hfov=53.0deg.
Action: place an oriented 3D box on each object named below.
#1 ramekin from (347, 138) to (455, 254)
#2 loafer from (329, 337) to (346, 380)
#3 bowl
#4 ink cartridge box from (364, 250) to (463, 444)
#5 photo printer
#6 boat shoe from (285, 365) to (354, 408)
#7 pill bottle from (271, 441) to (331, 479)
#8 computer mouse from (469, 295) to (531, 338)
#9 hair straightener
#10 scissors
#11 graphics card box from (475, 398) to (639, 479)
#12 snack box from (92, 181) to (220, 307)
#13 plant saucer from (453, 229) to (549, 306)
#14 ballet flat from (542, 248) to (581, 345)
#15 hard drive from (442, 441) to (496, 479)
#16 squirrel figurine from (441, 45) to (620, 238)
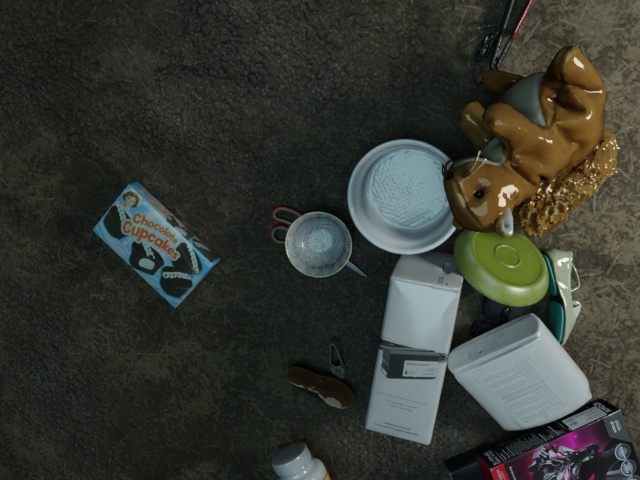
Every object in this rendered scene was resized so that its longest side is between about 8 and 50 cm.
[{"bbox_3d":[0.213,-0.115,1.566,0.277,0.135,0.277,4,105,13],"label":"ramekin"},{"bbox_3d":[0.042,0.334,1.779,0.045,0.039,0.125,-5,104,15],"label":"loafer"},{"bbox_3d":[-0.002,0.005,1.660,0.170,0.080,0.170,1,99,6],"label":"bowl"},{"bbox_3d":[0.236,0.242,1.579,0.166,0.285,0.394,11,107,11],"label":"ink cartridge box"},{"bbox_3d":[0.505,0.345,1.598,0.256,0.107,0.307,-32,117,25],"label":"photo printer"},{"bbox_3d":[0.000,0.409,1.798,0.207,0.073,0.073,26,74,9],"label":"boat shoe"},{"bbox_3d":[-0.034,0.726,1.847,0.152,0.152,0.272,-21,99,18],"label":"pill bottle"},{"bbox_3d":[0.479,0.142,1.607,0.189,0.072,0.272,5,106,13],"label":"computer mouse"},{"bbox_3d":[0.401,-0.468,1.478,0.089,0.047,0.230,25,114,6],"label":"hair straightener"},{"bbox_3d":[0.000,0.000,1.707,0.297,0.021,0.109,22,107,8],"label":"scissors"},{"bbox_3d":[0.609,0.584,1.619,0.371,0.094,0.232,-22,97,-6],"label":"graphics card box"},{"bbox_3d":[-0.460,0.012,1.799,0.322,0.060,0.187,43,110,-1],"label":"snack box"},{"bbox_3d":[0.433,0.045,1.508,0.241,0.241,0.037,27,137,5],"label":"plant saucer"},{"bbox_3d":[0.601,0.138,1.579,0.086,0.086,0.248,-7,102,15],"label":"ballet flat"},{"bbox_3d":[0.469,0.697,1.771,0.172,0.054,0.254,-31,96,19],"label":"hard drive"},{"bbox_3d":[0.451,-0.147,1.391,0.397,0.281,0.370,38,78,-28],"label":"squirrel figurine"}]
